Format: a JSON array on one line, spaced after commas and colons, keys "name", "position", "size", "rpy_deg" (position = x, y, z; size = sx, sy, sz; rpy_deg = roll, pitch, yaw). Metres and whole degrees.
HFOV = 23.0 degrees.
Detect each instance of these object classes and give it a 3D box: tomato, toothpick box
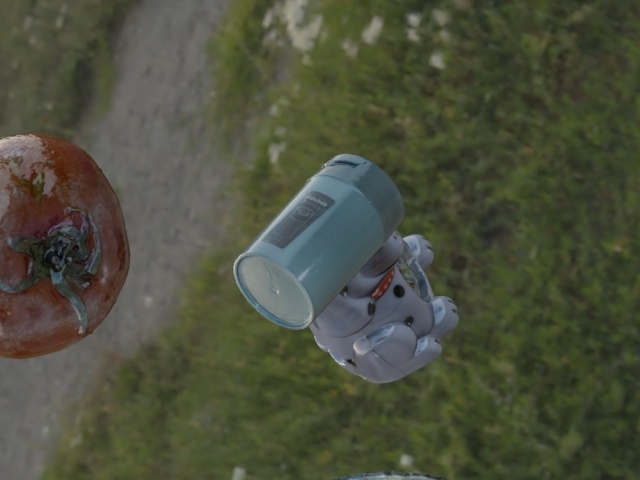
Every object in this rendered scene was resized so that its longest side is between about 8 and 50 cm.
[{"name": "tomato", "position": [-0.313, 0.008, 1.610], "size": [0.188, 0.232, 0.232], "rpy_deg": [16, 90, 58]}, {"name": "toothpick box", "position": [0.000, 0.000, 0.799], "size": [0.083, 0.052, 0.052], "rpy_deg": [-48, 8, -34]}]

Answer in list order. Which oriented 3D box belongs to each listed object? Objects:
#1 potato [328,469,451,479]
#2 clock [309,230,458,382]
[{"name": "potato", "position": [0.049, 0.288, 1.340], "size": [0.202, 0.182, 0.117], "rpy_deg": [123, 146, -50]}, {"name": "clock", "position": [0.027, 0.038, 1.777], "size": [0.189, 0.254, 0.189], "rpy_deg": [-12, 61, 23]}]
